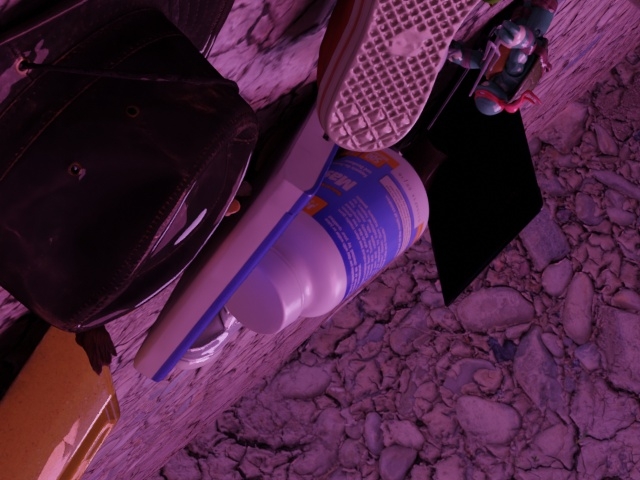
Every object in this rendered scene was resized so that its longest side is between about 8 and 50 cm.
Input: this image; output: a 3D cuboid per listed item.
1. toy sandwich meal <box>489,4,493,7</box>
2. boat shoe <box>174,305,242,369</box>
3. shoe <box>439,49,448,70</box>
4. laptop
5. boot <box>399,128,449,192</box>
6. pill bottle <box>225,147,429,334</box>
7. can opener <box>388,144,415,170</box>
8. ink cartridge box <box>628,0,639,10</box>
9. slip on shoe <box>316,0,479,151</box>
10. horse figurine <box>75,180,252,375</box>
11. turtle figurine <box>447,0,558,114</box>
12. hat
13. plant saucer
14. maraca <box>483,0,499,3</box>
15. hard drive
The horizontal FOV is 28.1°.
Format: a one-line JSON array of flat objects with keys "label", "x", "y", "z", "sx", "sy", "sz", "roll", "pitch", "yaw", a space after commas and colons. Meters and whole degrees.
[{"label": "toy sandwich meal", "x": 0.202, "y": -0.294, "z": 1.471, "sx": 0.085, "sy": 0.029, "sz": 0.085, "roll": -42, "pitch": 172, "yaw": -7}, {"label": "boat shoe", "x": -0.129, "y": 0.082, "z": 1.707, "sx": 0.227, "sy": 0.079, "sz": 0.081, "roll": -42, "pitch": 164, "yaw": -42}, {"label": "shoe", "x": 0.067, "y": -0.164, "z": 1.355, "sx": 0.081, "sy": 0.063, "sz": 0.178, "roll": -44, "pitch": 179, "yaw": -37}, {"label": "laptop", "x": 0.298, "y": -0.169, "z": 1.885, "sx": 0.408, "sy": 0.236, "sz": 0.382, "roll": -40, "pitch": 172, "yaw": -25}, {"label": "boot", "x": 0.117, "y": -0.076, "z": 1.948, "sx": 0.207, "sy": 0.090, "sz": 0.248, "roll": -57, "pitch": -167, "yaw": 11}, {"label": "pill bottle", "x": 0.000, "y": 0.000, "z": 1.590, "sx": 0.272, "sy": 0.152, "sz": 0.152, "roll": -37, "pitch": 170, "yaw": -38}, {"label": "can opener", "x": 0.007, "y": -0.034, "z": 1.836, "sx": 0.283, "sy": 0.076, "sz": 0.095, "roll": -44, "pitch": -155, "yaw": 3}, {"label": "ink cartridge box", "x": 0.352, "y": -0.344, "z": 1.044, "sx": 0.160, "sy": 0.279, "sz": 0.385, "roll": -43, "pitch": 173, "yaw": -17}, {"label": "slip on shoe", "x": 0.080, "y": -0.222, "z": 1.022, "sx": 0.123, "sy": 0.101, "sz": 0.331, "roll": 9, "pitch": 131, "yaw": -24}, {"label": "horse figurine", "x": -0.145, "y": 0.010, "z": 1.162, "sx": 0.263, "sy": 0.066, "sz": 0.174, "roll": -49, "pitch": -170, "yaw": -25}, {"label": "turtle figurine", "x": 0.222, "y": -0.233, "z": 1.539, "sx": 0.234, "sy": 0.118, "sz": 0.175, "roll": -57, "pitch": -157, "yaw": -21}, {"label": "hat", "x": -0.133, "y": -0.033, "z": 0.796, "sx": 0.331, "sy": 0.134, "sz": 0.331, "roll": -43, "pitch": 173, "yaw": -6}, {"label": "plant saucer", "x": -0.296, "y": 0.241, "z": 1.270, "sx": 0.333, "sy": 0.081, "sz": 0.333, "roll": -58, "pitch": 179, "yaw": -15}, {"label": "maraca", "x": 0.161, "y": -0.262, "z": 1.080, "sx": 0.186, "sy": 0.099, "sz": 0.127, "roll": -111, "pitch": -150, "yaw": -74}, {"label": "hard drive", "x": -0.075, "y": -0.013, "z": 1.320, "sx": 0.319, "sy": 0.040, "sz": 0.210, "roll": -49, "pitch": -170, "yaw": 38}]
